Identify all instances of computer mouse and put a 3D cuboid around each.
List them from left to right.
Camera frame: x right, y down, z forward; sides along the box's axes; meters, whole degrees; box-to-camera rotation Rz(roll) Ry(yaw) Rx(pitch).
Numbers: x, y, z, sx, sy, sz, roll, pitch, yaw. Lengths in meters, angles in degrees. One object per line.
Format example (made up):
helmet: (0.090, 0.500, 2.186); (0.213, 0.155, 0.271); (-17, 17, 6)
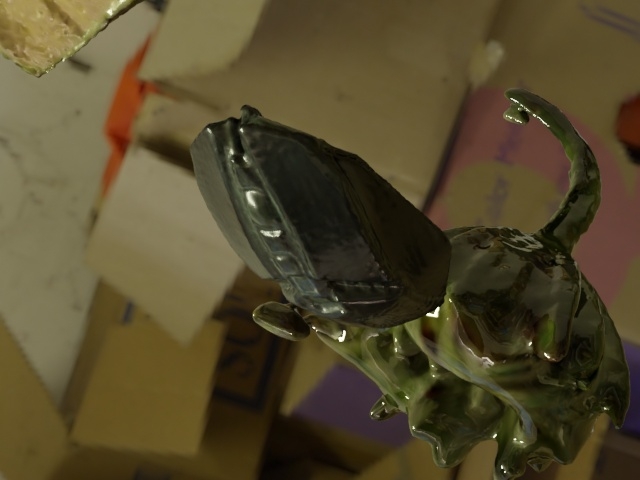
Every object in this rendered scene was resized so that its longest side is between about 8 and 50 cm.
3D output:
computer mouse: (0.000, 0.000, 0.915); (0.106, 0.192, 0.062); (0, 59, 40)

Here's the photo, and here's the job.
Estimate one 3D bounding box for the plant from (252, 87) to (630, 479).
plant: (0.144, -0.004, 1.162); (0.333, 0.251, 0.180); (-55, -31, -24)

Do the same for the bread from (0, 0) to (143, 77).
bread: (-0.145, -0.251, 1.053); (0.167, 0.163, 0.264); (-34, 20, 32)
